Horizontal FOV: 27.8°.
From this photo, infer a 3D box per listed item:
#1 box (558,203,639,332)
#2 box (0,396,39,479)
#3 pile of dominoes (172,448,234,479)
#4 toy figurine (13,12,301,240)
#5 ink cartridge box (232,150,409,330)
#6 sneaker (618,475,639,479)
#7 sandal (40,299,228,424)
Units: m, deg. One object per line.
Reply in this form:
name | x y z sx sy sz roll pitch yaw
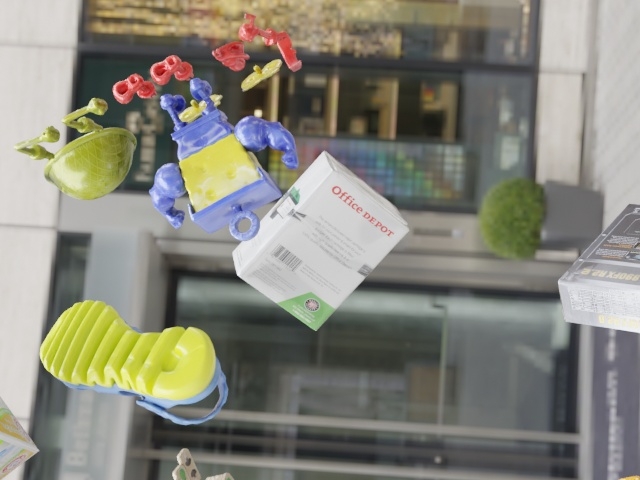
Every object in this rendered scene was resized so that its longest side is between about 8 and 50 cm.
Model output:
box | 0.399 0.033 1.377 0.183 0.231 0.056 -40 -55 -41
box | -0.454 0.251 1.640 0.103 0.114 0.203 51 172 14
pile of dominoes | -0.169 0.452 1.910 0.196 0.040 0.251 58 -153 -31
toy figurine | -0.159 -0.086 1.574 0.217 0.362 0.191 63 -174 13
ink cartridge box | 0.000 0.000 1.939 0.219 0.160 0.092 -47 24 12
sneaker | 0.233 0.266 1.188 0.084 0.215 0.083 -30 64 49
sandal | -0.243 0.172 1.712 0.126 0.317 0.138 -59 -41 -20
